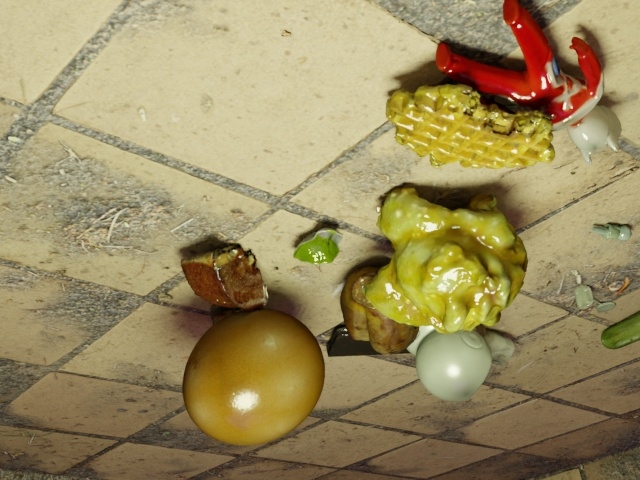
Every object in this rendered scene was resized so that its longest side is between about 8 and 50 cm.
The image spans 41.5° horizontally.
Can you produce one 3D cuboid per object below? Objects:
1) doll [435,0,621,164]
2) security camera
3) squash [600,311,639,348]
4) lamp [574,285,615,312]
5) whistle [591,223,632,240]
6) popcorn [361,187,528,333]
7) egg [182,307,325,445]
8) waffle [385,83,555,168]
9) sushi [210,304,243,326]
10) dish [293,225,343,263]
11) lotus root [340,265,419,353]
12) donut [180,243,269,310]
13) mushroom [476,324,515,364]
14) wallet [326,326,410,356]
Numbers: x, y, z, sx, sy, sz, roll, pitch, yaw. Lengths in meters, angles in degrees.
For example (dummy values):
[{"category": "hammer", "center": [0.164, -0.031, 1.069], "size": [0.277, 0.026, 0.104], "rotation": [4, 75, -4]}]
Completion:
[{"category": "doll", "center": [0.360, -0.236, 1.337], "size": [0.188, 0.099, 0.384], "rotation": [-28, 138, 36]}, {"category": "security camera", "center": [0.312, 0.277, 2.058], "size": [0.195, 0.236, 0.194], "rotation": [-8, 133, -9]}, {"category": "squash", "center": [0.854, 0.236, 2.283], "size": [0.069, 0.069, 0.239], "rotation": [11, 147, -28]}, {"category": "lamp", "center": [0.704, 0.166, 2.154], "size": [0.050, 0.056, 0.198], "rotation": [-28, 147, 30]}, {"category": "whistle", "center": [0.631, -0.018, 1.824], "size": [0.100, 0.035, 0.035], "rotation": [6, 149, -17]}, {"category": "popcorn", "center": [0.244, 0.065, 1.662], "size": [0.326, 0.290, 0.321], "rotation": [-29, 146, 3]}, {"category": "egg", "center": [-0.142, 0.291, 1.812], "size": [0.283, 0.282, 0.351], "rotation": [-30, 176, 36]}, {"category": "waffle", "center": [0.236, -0.178, 1.359], "size": [0.291, 0.051, 0.291], "rotation": [14, 165, 4]}, {"category": "sushi", "center": [-0.152, 0.249, 2.065], "size": [0.124, 0.130, 0.332], "rotation": [-27, 143, 34]}, {"category": "dish", "center": [0.000, 0.000, 1.743], "size": [0.091, 0.039, 0.137], "rotation": [11, 146, -18]}, {"category": "lotus root", "center": [0.137, 0.163, 1.919], "size": [0.193, 0.193, 0.291], "rotation": [-9, 151, 5]}, {"category": "donut", "center": [-0.204, 0.083, 1.765], "size": [0.126, 0.144, 0.187], "rotation": [-3, -176, 31]}, {"category": "mushroom", "center": [0.433, 0.266, 2.256], "size": [0.092, 0.081, 0.223], "rotation": [16, 167, 47]}, {"category": "wallet", "center": [0.178, 0.265, 2.244], "size": [0.310, 0.042, 0.165], "rotation": [0, 151, -11]}]
